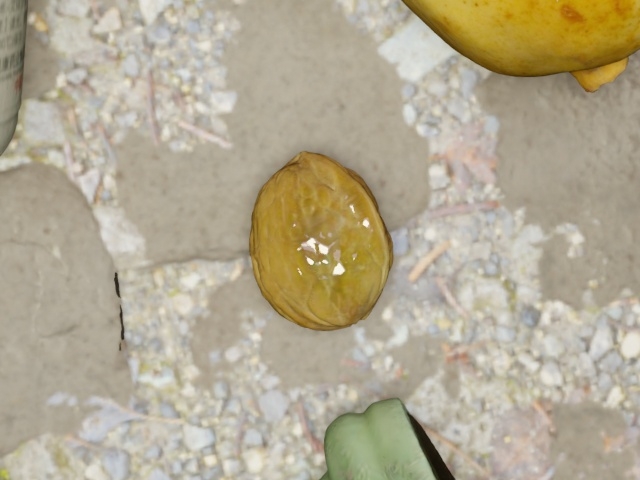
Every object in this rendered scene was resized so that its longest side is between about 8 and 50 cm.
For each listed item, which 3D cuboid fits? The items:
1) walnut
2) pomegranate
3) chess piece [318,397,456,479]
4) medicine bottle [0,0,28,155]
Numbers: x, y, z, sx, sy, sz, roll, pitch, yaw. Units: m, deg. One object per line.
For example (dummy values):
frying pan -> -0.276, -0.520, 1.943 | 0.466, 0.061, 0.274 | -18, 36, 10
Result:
walnut -> 0.000, 0.000, 0.934 | 0.105, 0.105, 0.125 | -14, 92, -6
pomegranate -> 0.147, -0.213, 0.890 | 0.233, 0.233, 0.233 | 0, 91, -7
chess piece -> -0.032, 0.253, 0.903 | 0.299, 0.194, 0.195 | -30, 94, 3
medicine bottle -> -0.292, -0.197, 0.791 | 0.245, 0.245, 0.306 | 5, 108, -7
